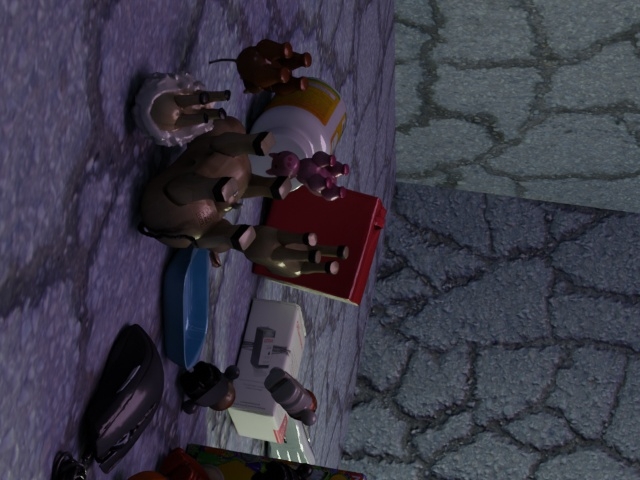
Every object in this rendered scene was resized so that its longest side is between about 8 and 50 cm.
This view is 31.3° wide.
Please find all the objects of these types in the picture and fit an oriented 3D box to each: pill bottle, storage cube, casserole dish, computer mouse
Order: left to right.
[{"bbox_3d":[-0.226,0.236,1.322,0.262,0.060,0.184,-71,165,-50],"label":"computer mouse"},{"bbox_3d":[-0.183,0.085,1.544,0.114,0.037,0.188,-68,164,-59],"label":"casserole dish"},{"bbox_3d":[-0.043,-0.171,1.887,0.246,0.136,0.136,-65,161,-62],"label":"pill bottle"},{"bbox_3d":[0.000,0.000,2.105,0.183,0.215,0.193,41,64,-80],"label":"storage cube"}]

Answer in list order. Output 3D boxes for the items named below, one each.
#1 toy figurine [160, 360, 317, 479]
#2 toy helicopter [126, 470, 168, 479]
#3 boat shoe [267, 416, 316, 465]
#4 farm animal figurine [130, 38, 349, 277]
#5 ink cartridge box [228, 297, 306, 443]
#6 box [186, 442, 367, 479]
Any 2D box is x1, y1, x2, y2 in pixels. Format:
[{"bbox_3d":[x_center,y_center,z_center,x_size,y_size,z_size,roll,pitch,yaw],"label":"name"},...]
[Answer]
[{"bbox_3d":[-0.107,0.284,1.640,0.148,0.213,0.210,56,38,-63],"label":"toy figurine"},{"bbox_3d":[-0.185,0.473,1.433,0.235,0.140,0.355,24,92,-45],"label":"toy helicopter"},{"bbox_3d":[-0.061,0.420,2.418,0.094,0.109,0.302,-76,167,-45],"label":"boat shoe"},{"bbox_3d":[-0.114,-0.074,1.424,0.327,0.172,0.330,-35,121,-53],"label":"farm animal figurine"},{"bbox_3d":[-0.094,0.236,2.071,0.158,0.092,0.218,82,20,-61],"label":"ink cartridge box"},{"bbox_3d":[-0.085,0.489,1.747,0.177,0.279,0.290,76,23,-68],"label":"box"}]
